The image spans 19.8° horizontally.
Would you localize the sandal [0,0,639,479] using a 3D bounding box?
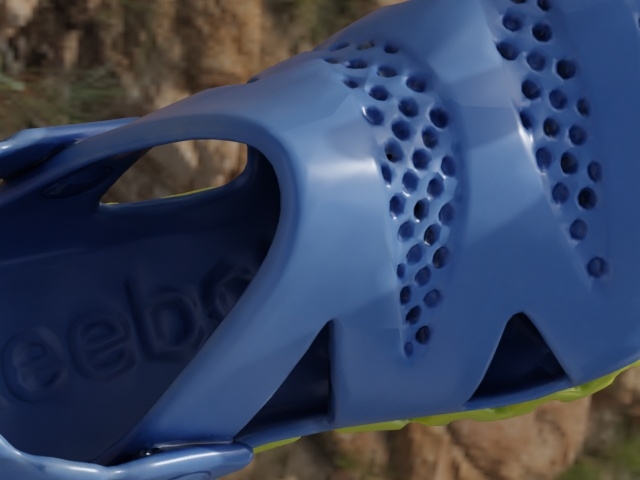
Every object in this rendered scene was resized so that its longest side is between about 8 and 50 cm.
[{"bbox_3d":[0.000,0.000,0.482,0.138,0.317,0.126,68,-4,-78],"label":"sandal"}]
